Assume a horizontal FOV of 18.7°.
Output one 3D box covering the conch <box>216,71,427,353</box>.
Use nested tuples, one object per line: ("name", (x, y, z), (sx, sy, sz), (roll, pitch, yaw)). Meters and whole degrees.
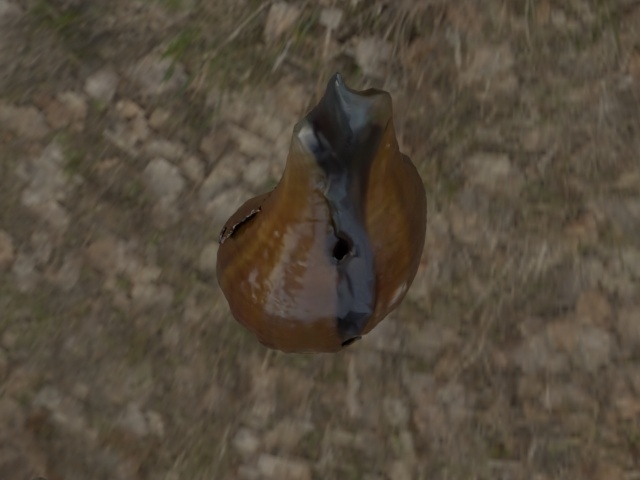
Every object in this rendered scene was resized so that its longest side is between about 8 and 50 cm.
("conch", (0.002, 0.006, 0.876), (0.086, 0.232, 0.080), (12, 71, -16))

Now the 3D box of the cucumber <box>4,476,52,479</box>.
("cucumber", (-0.041, 0.090, 0.383), (0.052, 0.215, 0.058), (-8, 64, 5))
